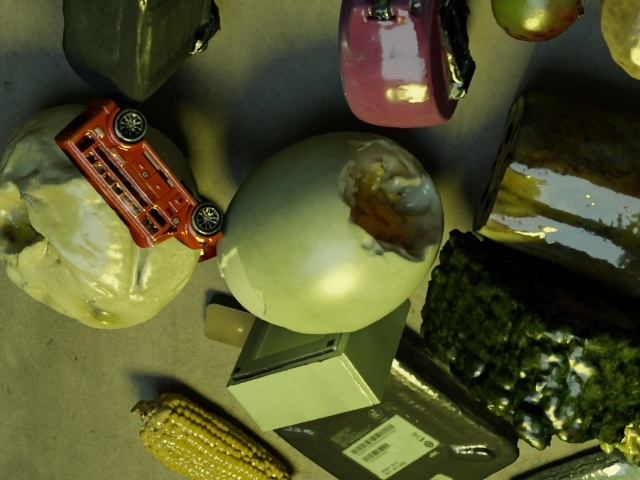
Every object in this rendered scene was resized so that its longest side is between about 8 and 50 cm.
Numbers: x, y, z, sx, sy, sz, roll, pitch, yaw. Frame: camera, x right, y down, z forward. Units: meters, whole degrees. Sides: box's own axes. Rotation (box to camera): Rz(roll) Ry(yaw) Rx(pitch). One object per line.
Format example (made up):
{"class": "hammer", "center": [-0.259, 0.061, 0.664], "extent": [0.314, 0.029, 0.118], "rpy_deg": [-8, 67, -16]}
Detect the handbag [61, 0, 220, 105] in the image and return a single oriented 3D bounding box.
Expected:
{"class": "handbag", "center": [-0.241, -0.325, 1.682], "extent": [0.181, 0.181, 0.254], "rpy_deg": [31, 143, 16]}

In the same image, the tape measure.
{"class": "tape measure", "center": [0.112, -0.265, 1.584], "extent": [0.149, 0.231, 0.245], "rpy_deg": [2, 134, 17]}

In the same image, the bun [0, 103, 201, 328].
{"class": "bun", "center": [-0.359, -0.028, 1.914], "extent": [0.365, 0.219, 0.365], "rpy_deg": [13, 118, 25]}

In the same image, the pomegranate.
{"class": "pomegranate", "center": [0.251, -0.309, 1.566], "extent": [0.159, 0.129, 0.129], "rpy_deg": [7, 131, 23]}

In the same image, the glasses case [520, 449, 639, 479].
{"class": "glasses case", "center": [0.439, 0.428, 2.172], "extent": [0.282, 0.067, 0.109], "rpy_deg": [-27, 119, 36]}

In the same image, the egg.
{"class": "egg", "center": [0.000, 0.000, 1.815], "extent": [0.278, 0.278, 0.336], "rpy_deg": [42, 133, -18]}

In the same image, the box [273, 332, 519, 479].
{"class": "box", "center": [0.123, 0.320, 2.173], "extent": [0.350, 0.091, 0.359], "rpy_deg": [37, 133, -13]}

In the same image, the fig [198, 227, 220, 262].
{"class": "fig", "center": [-0.200, -0.027, 2.006], "extent": [0.089, 0.089, 0.125], "rpy_deg": [-25, 91, 34]}

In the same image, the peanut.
{"class": "peanut", "center": [0.399, -0.304, 1.522], "extent": [0.129, 0.129, 0.224], "rpy_deg": [6, 122, 14]}

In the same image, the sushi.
{"class": "sushi", "center": [0.313, 0.127, 1.708], "extent": [0.294, 0.352, 0.178], "rpy_deg": [8, 110, -28]}

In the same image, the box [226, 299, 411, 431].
{"class": "box", "center": [-0.004, 0.160, 1.987], "extent": [0.225, 0.225, 0.117], "rpy_deg": [-19, 121, 31]}

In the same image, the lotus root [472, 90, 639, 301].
{"class": "lotus root", "center": [0.386, -0.051, 1.663], "extent": [0.346, 0.250, 0.250], "rpy_deg": [22, 133, 6]}

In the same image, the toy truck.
{"class": "toy truck", "center": [-0.247, -0.076, 1.750], "extent": [0.252, 0.114, 0.107], "rpy_deg": [53, 166, -20]}

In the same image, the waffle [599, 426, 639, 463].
{"class": "waffle", "center": [0.456, 0.234, 1.884], "extent": [0.223, 0.054, 0.204], "rpy_deg": [43, 131, -1]}

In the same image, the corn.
{"class": "corn", "center": [-0.194, 0.388, 2.318], "extent": [0.347, 0.130, 0.130], "rpy_deg": [35, 132, -17]}

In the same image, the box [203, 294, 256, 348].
{"class": "box", "center": [-0.132, 0.142, 2.148], "extent": [0.126, 0.031, 0.091], "rpy_deg": [14, 132, 7]}
